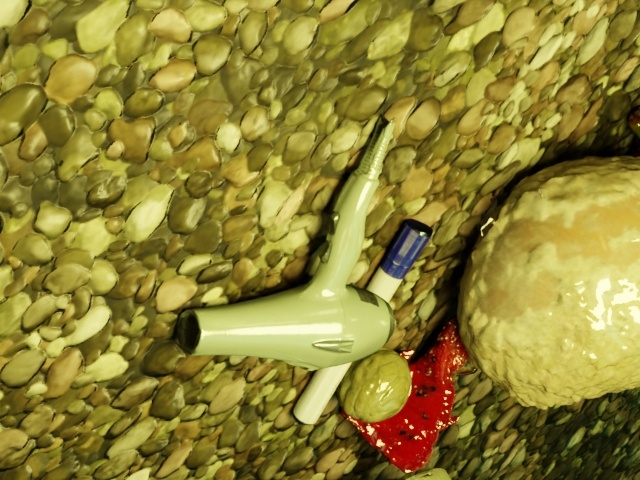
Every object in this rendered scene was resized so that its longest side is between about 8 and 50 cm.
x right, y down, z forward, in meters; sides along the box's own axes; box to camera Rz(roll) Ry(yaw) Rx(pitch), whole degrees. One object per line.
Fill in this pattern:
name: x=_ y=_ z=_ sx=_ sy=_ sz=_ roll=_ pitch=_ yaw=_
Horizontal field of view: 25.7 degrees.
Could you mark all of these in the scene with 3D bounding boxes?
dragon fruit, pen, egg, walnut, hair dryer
dragon fruit: x=0.112 y=0.161 z=1.652 sx=0.192 sy=0.122 sz=0.092 roll=-58 pitch=-175 yaw=13
pen: x=0.042 y=0.091 z=1.504 sx=0.033 sy=0.033 sz=0.269 roll=1 pitch=127 yaw=-49
egg: x=0.295 y=0.043 z=1.527 sx=0.310 sy=0.279 sz=0.279 roll=-39 pitch=151 yaw=19
walnut: x=0.060 y=0.160 z=1.555 sx=0.092 sy=0.092 sz=0.092 roll=-29 pitch=145 yaw=-24
hair dryer: x=-0.031 y=0.021 z=1.329 sx=0.229 sy=0.092 sz=0.267 roll=-19 pitch=126 yaw=-26

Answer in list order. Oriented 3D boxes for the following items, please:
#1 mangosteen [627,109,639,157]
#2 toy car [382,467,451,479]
mangosteen: x=0.439 y=-0.072 z=1.641 sx=0.194 sy=0.194 sz=0.230 roll=-47 pitch=125 yaw=3
toy car: x=0.070 y=0.347 z=1.675 sx=0.235 sy=0.145 sz=0.235 roll=-28 pitch=157 yaw=-13
